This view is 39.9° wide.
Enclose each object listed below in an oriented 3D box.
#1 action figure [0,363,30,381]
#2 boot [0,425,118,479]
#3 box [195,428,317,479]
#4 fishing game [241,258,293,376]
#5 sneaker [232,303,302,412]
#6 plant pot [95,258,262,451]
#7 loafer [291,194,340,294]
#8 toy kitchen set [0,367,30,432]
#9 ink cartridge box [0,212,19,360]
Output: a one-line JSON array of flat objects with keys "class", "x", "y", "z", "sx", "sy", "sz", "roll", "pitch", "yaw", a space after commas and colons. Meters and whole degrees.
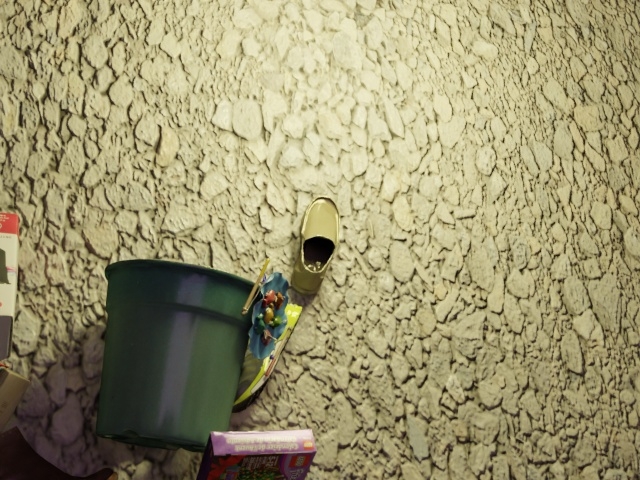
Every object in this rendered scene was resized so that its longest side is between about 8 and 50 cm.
[{"class": "action figure", "x": -0.651, "y": 0.273, "z": 1.800, "sx": 0.115, "sy": 0.030, "sz": 0.038, "roll": 26, "pitch": 65, "yaw": -5}, {"class": "boot", "x": -0.545, "y": 0.450, "z": 1.718, "sx": 0.248, "sy": 0.090, "sz": 0.206, "roll": -27, "pitch": 80, "yaw": -25}, {"class": "box", "x": -0.142, "y": 0.479, "z": 1.738, "sx": 0.201, "sy": 0.293, "sz": 0.057, "roll": 2, "pitch": 43, "yaw": -19}, {"class": "fishing game", "x": -0.096, "y": 0.158, "z": 1.817, "sx": 0.041, "sy": 0.264, "sz": 0.189, "roll": 12, "pitch": 52, "yaw": 19}, {"class": "sneaker", "x": -0.151, "y": 0.248, "z": 1.960, "sx": 0.121, "sy": 0.111, "sz": 0.300, "roll": 27, "pitch": 52, "yaw": 1}, {"class": "plant pot", "x": -0.298, "y": 0.246, "z": 1.784, "sx": 0.341, "sy": 0.341, "sz": 0.334, "roll": 12, "pitch": 70, "yaw": -15}, {"class": "loafer", "x": 0.000, "y": 0.000, "z": 2.127, "sx": 0.102, "sy": 0.092, "sz": 0.268, "roll": 17, "pitch": 62, "yaw": -12}, {"class": "toy kitchen set", "x": -0.718, "y": 0.269, "z": 1.740, "sx": 0.207, "sy": 0.166, "sz": 0.122, "roll": 38, "pitch": 76, "yaw": -40}, {"class": "ink cartridge box", "x": -0.718, "y": 0.080, "z": 1.744, "sx": 0.226, "sy": 0.131, "sz": 0.306, "roll": 4, "pitch": 39, "yaw": -20}]
